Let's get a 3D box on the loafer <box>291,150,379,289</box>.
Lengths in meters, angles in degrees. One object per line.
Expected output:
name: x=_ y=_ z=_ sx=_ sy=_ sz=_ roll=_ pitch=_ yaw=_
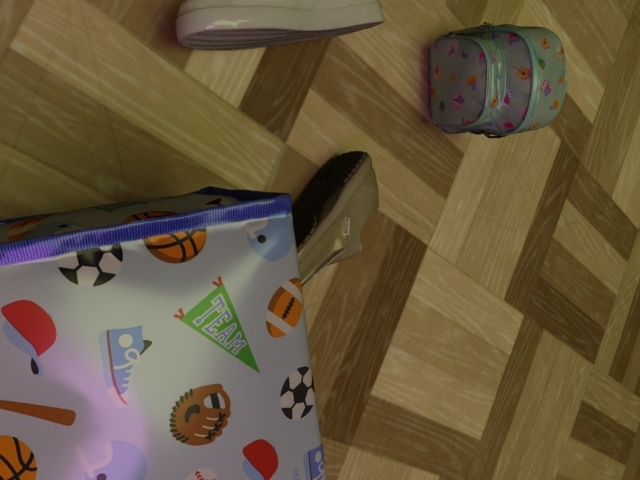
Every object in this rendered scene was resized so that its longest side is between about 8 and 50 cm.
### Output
loafer: x=0.000 y=0.000 z=0.867 sx=0.268 sy=0.102 sz=0.092 roll=-52 pitch=120 yaw=-23

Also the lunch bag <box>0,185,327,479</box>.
lunch bag: x=-0.218 y=0.136 z=0.591 sx=0.386 sy=0.239 sz=0.327 roll=-15 pitch=101 yaw=-30

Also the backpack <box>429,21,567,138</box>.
backpack: x=0.253 y=-0.231 z=0.990 sx=0.144 sy=0.188 sz=0.165 roll=-11 pitch=105 yaw=-40

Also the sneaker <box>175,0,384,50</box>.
sneaker: x=-0.055 y=-0.314 z=0.775 sx=0.293 sy=0.108 sz=0.169 roll=-23 pitch=105 yaw=-41
